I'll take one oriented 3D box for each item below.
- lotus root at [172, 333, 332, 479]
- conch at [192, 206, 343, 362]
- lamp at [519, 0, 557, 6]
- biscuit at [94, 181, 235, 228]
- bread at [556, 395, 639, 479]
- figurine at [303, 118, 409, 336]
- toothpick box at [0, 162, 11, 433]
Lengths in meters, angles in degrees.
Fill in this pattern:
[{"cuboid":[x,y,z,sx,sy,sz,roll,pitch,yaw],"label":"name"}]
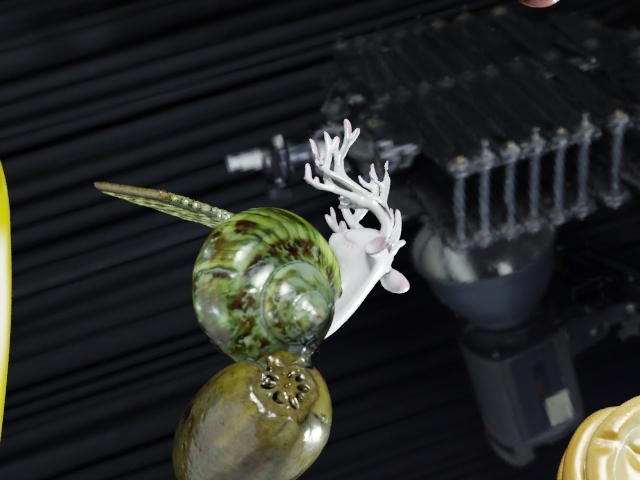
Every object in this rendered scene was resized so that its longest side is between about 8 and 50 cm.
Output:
[{"cuboid":[-0.069,0.189,0.933,0.241,0.124,0.123,-56,-134,50],"label":"lotus root"},{"cuboid":[-0.043,0.044,1.005,0.181,0.187,0.124,53,-38,32],"label":"conch"},{"cuboid":[0.233,-0.305,1.067,0.101,0.090,0.101,63,-7,14],"label":"lamp"},{"cuboid":[-0.135,-0.029,1.142,0.139,0.231,0.016,10,-97,43],"label":"biscuit"},{"cuboid":[0.327,0.306,1.114,0.311,0.121,0.173,77,27,-55],"label":"bread"},{"cuboid":[0.002,-0.005,1.504,0.206,0.315,0.284,91,-26,-51],"label":"figurine"},{"cuboid":[-0.237,0.053,0.470,0.175,0.175,0.271,64,-37,41],"label":"toothpick box"}]
